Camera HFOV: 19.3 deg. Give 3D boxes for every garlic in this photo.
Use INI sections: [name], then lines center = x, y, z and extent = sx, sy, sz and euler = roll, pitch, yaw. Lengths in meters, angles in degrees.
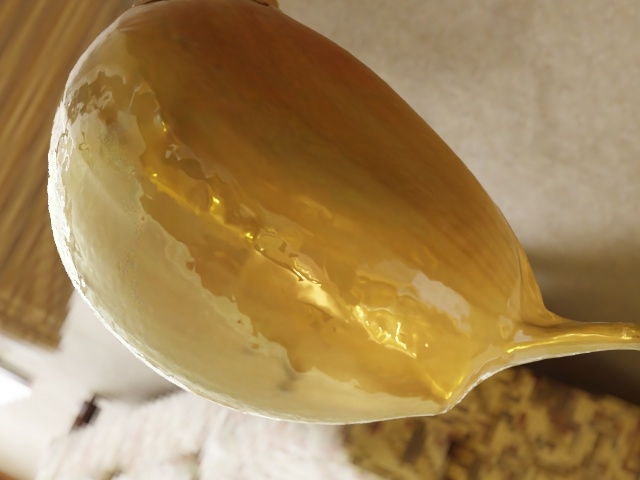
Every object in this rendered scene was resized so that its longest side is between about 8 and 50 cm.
[garlic]
center = 0.001, 0.005, 0.672
extent = 0.266, 0.148, 0.128
euler = 44, 175, 17
